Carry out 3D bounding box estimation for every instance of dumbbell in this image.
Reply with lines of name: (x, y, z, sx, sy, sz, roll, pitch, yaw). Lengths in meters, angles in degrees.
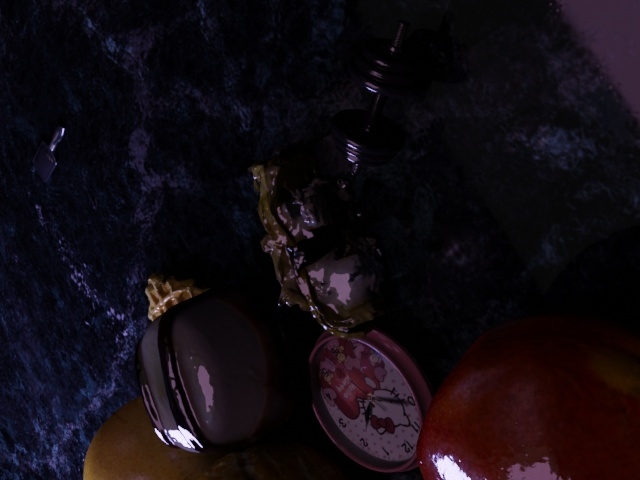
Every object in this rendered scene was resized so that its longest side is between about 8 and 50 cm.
dumbbell: (0.070, -0.168, 0.887, 0.099, 0.099, 0.209, 37, 131, 25)

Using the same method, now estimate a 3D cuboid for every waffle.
waffle: (-0.239, 0.188, 1.364, 0.261, 0.056, 0.250, 17, 119, 34)

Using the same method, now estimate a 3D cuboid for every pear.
pear: (-0.288, 0.439, 1.355, 0.314, 0.314, 0.314, 19, 120, 36)

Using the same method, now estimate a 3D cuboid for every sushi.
sushi: (-0.005, 0.003, 1.010, 0.131, 0.139, 0.291, -22, 91, 38)

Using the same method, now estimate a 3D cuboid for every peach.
peach: (0.252, 0.224, 0.766, 0.332, 0.307, 0.308, -15, 98, 50)

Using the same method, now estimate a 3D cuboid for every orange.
orange: (-0.076, 0.479, 1.152, 0.249, 0.329, 0.329, 50, 138, 45)

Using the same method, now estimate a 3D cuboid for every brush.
brush: (-0.567, -0.190, 1.521, 0.193, 0.016, 0.063, -38, 82, 45)

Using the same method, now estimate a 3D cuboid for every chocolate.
chocolate: (-0.177, 0.224, 1.156, 0.283, 0.186, 0.284, 19, 120, 36)

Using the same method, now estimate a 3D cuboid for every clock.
clock: (0.075, 0.235, 1.093, 0.244, 0.056, 0.245, 18, 118, 38)
